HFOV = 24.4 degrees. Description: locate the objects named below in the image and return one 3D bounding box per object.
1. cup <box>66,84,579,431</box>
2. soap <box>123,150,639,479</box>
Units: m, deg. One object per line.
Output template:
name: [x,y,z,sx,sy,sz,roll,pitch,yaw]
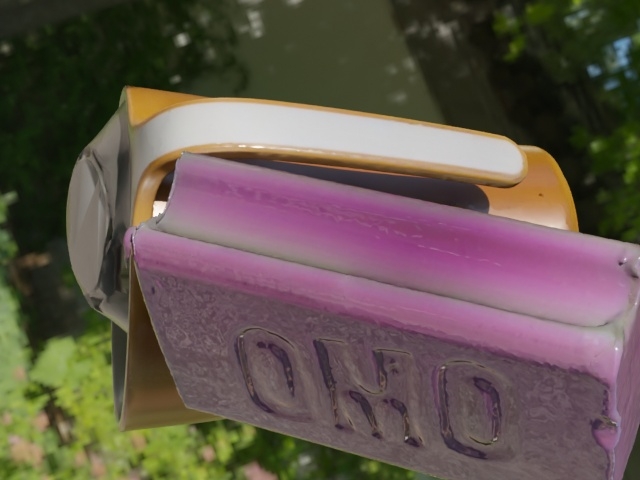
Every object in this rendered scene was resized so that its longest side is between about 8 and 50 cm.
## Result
cup: [0.000,0.000,0.781,0.226,0.263,0.182,110,-23,-61]
soap: [0.031,0.039,0.608,0.122,0.203,0.065,77,33,-48]
